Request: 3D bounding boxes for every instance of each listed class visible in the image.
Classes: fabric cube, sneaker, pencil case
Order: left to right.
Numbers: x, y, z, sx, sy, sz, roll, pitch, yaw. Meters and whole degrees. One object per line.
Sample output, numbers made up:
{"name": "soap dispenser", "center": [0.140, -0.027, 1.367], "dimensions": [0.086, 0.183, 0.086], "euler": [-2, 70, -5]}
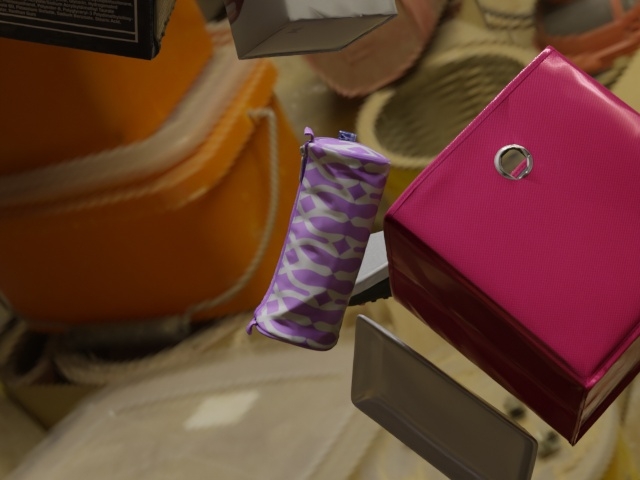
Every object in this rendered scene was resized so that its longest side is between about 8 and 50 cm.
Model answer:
{"name": "pencil case", "center": [0.000, 0.000, 1.325], "dimensions": [0.086, 0.088, 0.206], "euler": [-138, 63, -75]}
{"name": "sneaker", "center": [0.114, 0.057, 1.809], "dimensions": [0.296, 0.147, 0.104], "euler": [-27, 30, 7]}
{"name": "fabric cube", "center": [0.244, 0.013, 1.448], "dimensions": [0.258, 0.259, 0.254], "euler": [41, 78, 18]}

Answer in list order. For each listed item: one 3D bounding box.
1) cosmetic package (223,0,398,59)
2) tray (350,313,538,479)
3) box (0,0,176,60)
{"name": "cosmetic package", "center": [-0.039, -0.365, 1.597], "dimensions": [0.153, 0.296, 0.129], "euler": [-8, -9, -34]}
{"name": "tray", "center": [0.139, 0.197, 1.601], "dimensions": [0.030, 0.145, 0.270], "euler": [-28, 47, -35]}
{"name": "box", "center": [-0.302, -0.381, 1.535], "dimensions": [0.296, 0.294, 0.182], "euler": [9, 48, 3]}
